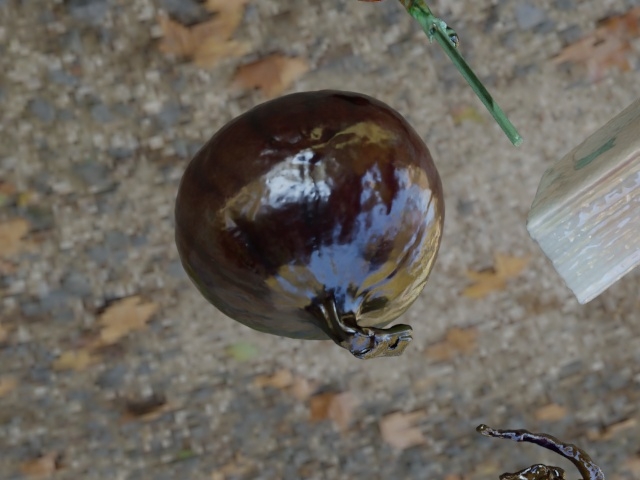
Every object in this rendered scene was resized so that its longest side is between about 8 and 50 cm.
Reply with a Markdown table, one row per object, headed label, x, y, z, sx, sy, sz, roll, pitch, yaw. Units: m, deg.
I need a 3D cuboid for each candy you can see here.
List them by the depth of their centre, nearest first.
| label | x | y | z | sx | sy | sz | roll | pitch | yaw |
| --- | --- | --- | --- | --- | --- | --- | --- | --- | --- |
| candy | 0.099 | -0.189 | 1.372 | 0.078 | 0.287 | 0.084 | -5 | 139 | -40 |

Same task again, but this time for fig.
| label | x | y | z | sx | sy | sz | roll | pitch | yaw |
| --- | --- | --- | --- | --- | --- | --- | --- | --- | --- |
| fig | -0.005 | -0.015 | 1.344 | 0.235 | 0.214 | 0.235 | 7 | 126 | 10 |

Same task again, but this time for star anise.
| label | x | y | z | sx | sy | sz | roll | pitch | yaw |
| --- | --- | --- | --- | --- | --- | --- | --- | --- | --- |
| star anise | 0.166 | 0.181 | 1.121 | 0.191 | 0.097 | 0.070 | 31 | 113 | -36 |

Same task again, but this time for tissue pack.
| label | x | y | z | sx | sy | sz | roll | pitch | yaw |
| --- | --- | --- | --- | --- | --- | --- | --- | --- | --- |
| tissue pack | 0.274 | -0.098 | 0.954 | 0.325 | 0.071 | 0.170 | -38 | -177 | 18 |
